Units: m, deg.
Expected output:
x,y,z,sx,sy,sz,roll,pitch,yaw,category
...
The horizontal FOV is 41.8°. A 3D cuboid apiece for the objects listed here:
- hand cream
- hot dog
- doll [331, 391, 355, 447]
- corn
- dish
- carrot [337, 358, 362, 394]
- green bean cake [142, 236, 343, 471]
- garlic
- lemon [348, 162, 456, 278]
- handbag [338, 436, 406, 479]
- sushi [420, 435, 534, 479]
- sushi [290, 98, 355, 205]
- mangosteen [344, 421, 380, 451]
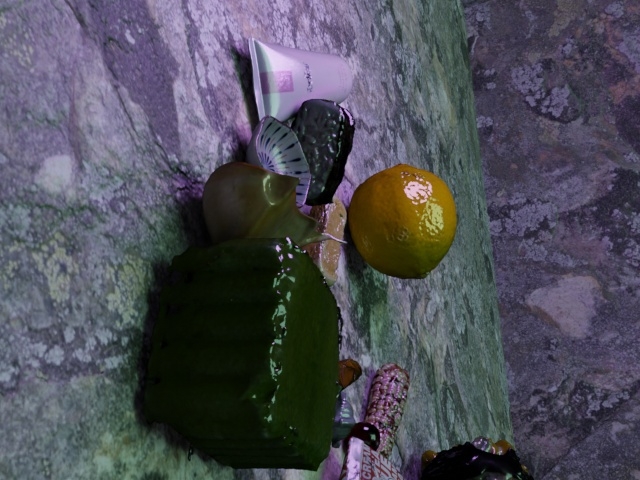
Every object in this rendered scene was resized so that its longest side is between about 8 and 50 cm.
x,y,z,sx,sy,sz,roll,pitch,yaw,category
-0.049,-0.341,1.800,0.359,0.118,0.185,-24,110,-61,hand cream
0.000,0.000,1.804,0.242,0.073,0.084,-81,149,-41,hot dog
0.038,0.360,1.692,0.104,0.062,0.194,-59,177,-6,doll
0.152,0.407,1.986,0.280,0.092,0.092,-70,143,-47,corn
-0.095,-0.144,1.632,0.191,0.066,0.190,37,44,-49,dish
0.031,0.294,1.773,0.229,0.069,0.068,-10,90,-69,carrot
-0.105,0.187,1.303,0.319,0.218,0.334,59,35,-57,green bean cake
-0.088,-0.023,1.444,0.338,0.196,0.151,51,38,-66,garlic
0.202,-0.048,2.066,0.293,0.293,0.292,-10,90,-68,lemon
0.110,0.562,1.751,0.298,0.151,0.171,61,24,-25,handbag
0.400,0.656,2.219,0.328,0.328,0.285,56,15,-19,sushi
-0.002,-0.183,1.760,0.127,0.124,0.224,12,93,-71,sushi
0.093,0.433,1.835,0.081,0.081,0.080,-10,90,-68,mangosteen
